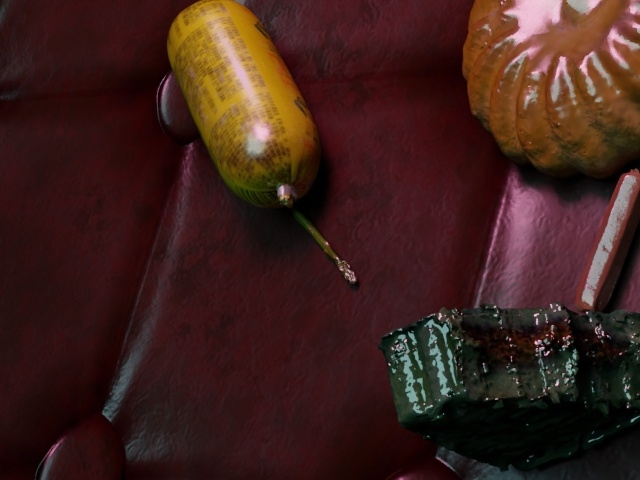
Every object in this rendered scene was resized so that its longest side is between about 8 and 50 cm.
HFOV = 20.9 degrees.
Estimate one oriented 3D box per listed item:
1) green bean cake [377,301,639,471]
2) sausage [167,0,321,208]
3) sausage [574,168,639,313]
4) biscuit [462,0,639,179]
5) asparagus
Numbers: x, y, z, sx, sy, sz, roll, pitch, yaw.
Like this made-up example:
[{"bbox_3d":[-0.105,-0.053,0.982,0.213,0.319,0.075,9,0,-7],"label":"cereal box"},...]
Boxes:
[{"bbox_3d":[0.178,0.118,1.529,0.193,0.208,0.107,-26,55,32],"label":"green bean cake"},{"bbox_3d":[-0.087,-0.159,1.976,0.123,0.123,0.347,-42,47,17],"label":"sausage"},{"bbox_3d":[0.273,0.002,1.626,0.030,0.035,0.147,12,74,48],"label":"sausage"},{"bbox_3d":[0.274,-0.219,1.701,0.325,0.107,0.326,-19,55,30],"label":"biscuit"},{"bbox_3d":[0.000,0.000,1.891,0.016,0.013,0.166,-20,42,-20],"label":"asparagus"}]
